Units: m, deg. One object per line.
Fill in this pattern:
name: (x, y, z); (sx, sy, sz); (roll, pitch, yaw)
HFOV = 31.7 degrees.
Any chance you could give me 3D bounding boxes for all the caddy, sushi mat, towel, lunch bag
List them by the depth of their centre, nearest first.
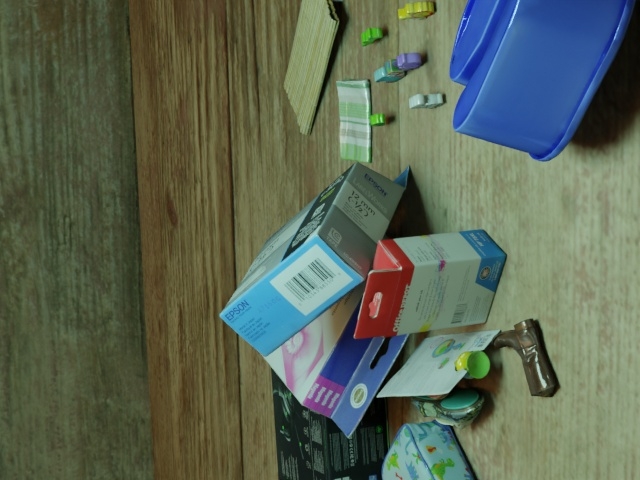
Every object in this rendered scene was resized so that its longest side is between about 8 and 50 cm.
caddy: (0.288, -0.261, 1.404); (0.241, 0.179, 0.341); (-85, 11, -45)
lunch bag: (0.186, 0.420, 1.869); (0.219, 0.090, 0.176); (-118, 33, -40)
towel: (0.061, -0.222, 2.091); (0.113, 0.023, 0.152); (-162, 68, -65)
sushi mat: (-0.023, -0.366, 2.216); (0.316, 0.019, 0.151); (106, 149, -50)

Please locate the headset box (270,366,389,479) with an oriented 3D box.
headset box: (0.011, 0.367, 2.195); (0.283, 0.131, 0.246); (-175, 80, -65)

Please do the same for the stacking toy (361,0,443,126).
stacking toy: (0.133, -0.290, 1.892); (0.221, 0.052, 0.166); (165, 100, -67)

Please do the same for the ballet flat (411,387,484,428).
ballet flat: (0.216, 0.272, 1.824); (0.188, 0.070, 0.070); (-177, 83, -67)

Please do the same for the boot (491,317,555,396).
boot: (0.297, 0.182, 1.645); (0.106, 0.037, 0.114); (-49, 56, 61)

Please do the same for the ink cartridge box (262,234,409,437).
ink cartridge box: (0.035, 0.131, 2.011); (0.324, 0.071, 0.330); (-62, 31, 7)

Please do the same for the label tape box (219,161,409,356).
label tape box: (0.000, 0.000, 1.857); (0.249, 0.115, 0.347); (-40, 14, 35)

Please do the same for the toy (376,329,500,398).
toy: (0.197, 0.212, 1.800); (0.056, 0.137, 0.237); (47, 156, -8)

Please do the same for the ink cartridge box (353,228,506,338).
ink cartridge box: (0.150, 0.066, 1.700); (0.078, 0.231, 0.134); (-125, 38, -47)
